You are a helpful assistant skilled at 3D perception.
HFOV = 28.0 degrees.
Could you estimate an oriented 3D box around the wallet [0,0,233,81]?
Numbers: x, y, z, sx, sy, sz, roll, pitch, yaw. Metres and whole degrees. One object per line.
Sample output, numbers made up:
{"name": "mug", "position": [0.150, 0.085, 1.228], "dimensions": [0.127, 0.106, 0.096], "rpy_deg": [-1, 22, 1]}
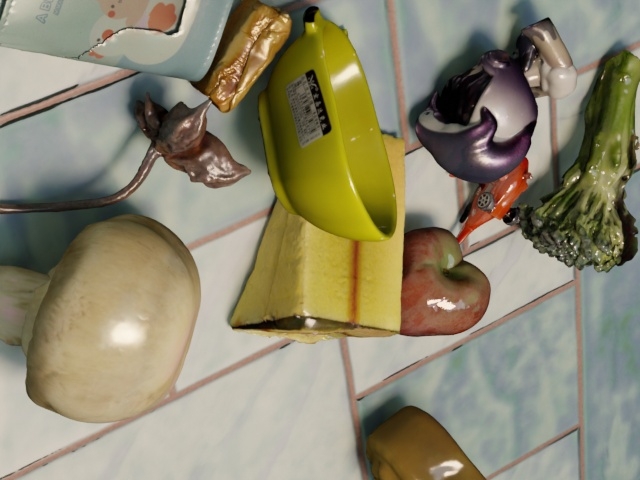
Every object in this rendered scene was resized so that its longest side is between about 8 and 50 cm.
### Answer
{"name": "wallet", "position": [-0.209, -0.259, 1.299], "dimensions": [0.250, 0.075, 0.176], "rpy_deg": [6, 118, -37]}

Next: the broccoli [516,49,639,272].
{"name": "broccoli", "position": [0.376, -0.111, 1.758], "dimensions": [0.145, 0.165, 0.304], "rpy_deg": [19, 89, -40]}

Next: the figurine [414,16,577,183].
{"name": "figurine", "position": [0.227, -0.164, 1.620], "dimensions": [0.222, 0.145, 0.145], "rpy_deg": [-38, 131, -13]}

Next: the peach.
{"name": "peach", "position": [0.140, 0.062, 1.685], "dimensions": [0.152, 0.152, 0.152], "rpy_deg": [-17, 124, -27]}

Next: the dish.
{"name": "dish", "position": [-0.003, -0.116, 1.449], "dimensions": [0.108, 0.262, 0.221], "rpy_deg": [-15, 174, 14]}

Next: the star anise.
{"name": "star anise", "position": [-0.219, -0.066, 1.363], "dimensions": [0.218, 0.148, 0.227], "rpy_deg": [38, 77, -1]}

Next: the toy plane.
{"name": "toy plane", "position": [0.207, -0.038, 1.721], "dimensions": [0.194, 0.077, 0.126], "rpy_deg": [-39, 130, -1]}

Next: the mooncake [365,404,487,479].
{"name": "mooncake", "position": [0.157, 0.355, 1.824], "dimensions": [0.117, 0.235, 0.235], "rpy_deg": [-38, 131, -15]}

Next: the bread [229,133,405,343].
{"name": "bread", "position": [0.001, -0.004, 1.617], "dimensions": [0.167, 0.163, 0.264], "rpy_deg": [12, 77, -35]}

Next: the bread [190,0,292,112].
{"name": "bread", "position": [-0.087, -0.206, 1.413], "dimensions": [0.053, 0.074, 0.132], "rpy_deg": [33, 92, -32]}

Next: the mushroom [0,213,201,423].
{"name": "mushroom", "position": [-0.253, 0.077, 1.389], "dimensions": [0.234, 0.254, 0.260], "rpy_deg": [19, 133, 2]}
